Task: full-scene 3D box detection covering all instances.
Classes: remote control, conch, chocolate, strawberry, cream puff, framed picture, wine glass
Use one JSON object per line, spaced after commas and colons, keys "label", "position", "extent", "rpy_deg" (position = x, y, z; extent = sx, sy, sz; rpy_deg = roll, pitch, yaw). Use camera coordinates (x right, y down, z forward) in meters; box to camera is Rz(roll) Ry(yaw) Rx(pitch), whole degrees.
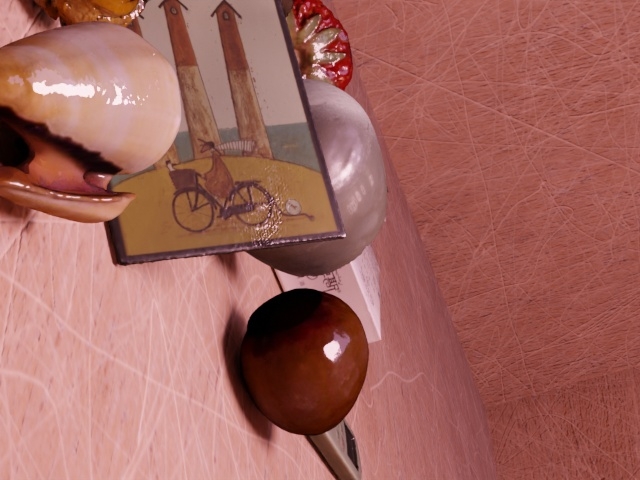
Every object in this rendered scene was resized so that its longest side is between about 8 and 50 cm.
{"label": "remote control", "position": [-0.002, 0.236, 1.779], "extent": [0.309, 0.038, 0.090], "rpy_deg": [62, 15, -50]}
{"label": "conch", "position": [-0.217, -0.101, 1.024], "extent": [0.255, 0.127, 0.158], "rpy_deg": [4, 102, -58]}
{"label": "chocolate", "position": [-0.013, 0.147, 1.533], "extent": [0.177, 0.177, 0.176], "rpy_deg": [-17, 90, -80]}
{"label": "strawberry", "position": [-0.059, -0.260, 1.957], "extent": [0.244, 0.205, 0.205], "rpy_deg": [-153, -136, -80]}
{"label": "cream puff", "position": [-0.218, -0.251, 1.222], "extent": [0.119, 0.104, 0.133], "rpy_deg": [13, 46, -41]}
{"label": "framed picture", "position": [-0.121, -0.139, 1.317], "extent": [0.013, 0.244, 0.323], "rpy_deg": [-37, -116, 57]}
{"label": "wine glass", "position": [-0.055, -0.116, 1.546], "extent": [0.323, 0.238, 0.238], "rpy_deg": [58, 18, -46]}

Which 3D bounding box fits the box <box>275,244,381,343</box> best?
{"label": "box", "position": [-0.003, 0.000, 1.937], "extent": [0.203, 0.116, 0.274], "rpy_deg": [-89, 160, -60]}
